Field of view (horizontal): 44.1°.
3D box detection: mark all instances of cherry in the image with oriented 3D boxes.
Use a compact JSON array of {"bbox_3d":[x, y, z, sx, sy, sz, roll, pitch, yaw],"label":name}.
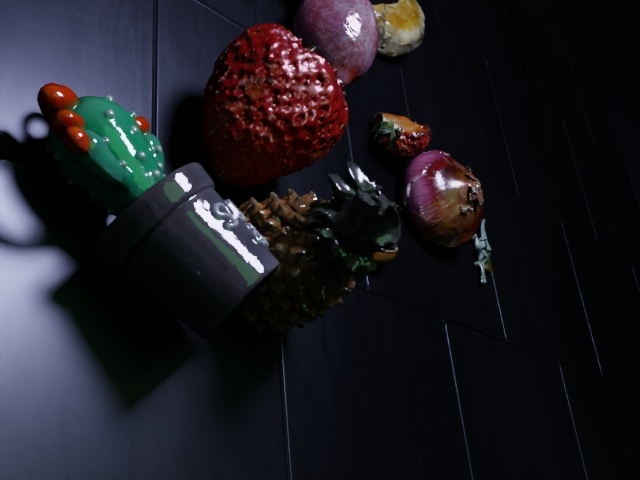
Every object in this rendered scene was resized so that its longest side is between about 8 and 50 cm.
[{"bbox_3d":[0.038,-0.423,1.670,0.192,0.175,0.250,50,33,-54],"label":"cherry"}]

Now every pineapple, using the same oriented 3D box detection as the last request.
[{"bbox_3d":[0.001,0.000,1.187,0.223,0.357,0.223,25,52,-37],"label":"pineapple"}]

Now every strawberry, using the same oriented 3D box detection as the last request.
[{"bbox_3d":[0.181,-0.234,1.789,0.140,0.085,0.192,16,18,-8],"label":"strawberry"},{"bbox_3d":[-0.093,-0.208,1.331,0.257,0.257,0.277,45,72,-21],"label":"strawberry"}]

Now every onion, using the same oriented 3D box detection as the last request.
[{"bbox_3d":[0.290,-0.103,1.773,0.230,0.163,0.230,16,61,-32],"label":"onion"}]

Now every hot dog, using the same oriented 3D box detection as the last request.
[{"bbox_3d":[0.102,0.004,1.561,0.140,0.060,0.090,10,56,-44],"label":"hot dog"}]

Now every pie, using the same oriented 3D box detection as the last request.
[{"bbox_3d":[0.132,-0.604,1.985,0.339,0.077,0.339,23,51,-32],"label":"pie"}]

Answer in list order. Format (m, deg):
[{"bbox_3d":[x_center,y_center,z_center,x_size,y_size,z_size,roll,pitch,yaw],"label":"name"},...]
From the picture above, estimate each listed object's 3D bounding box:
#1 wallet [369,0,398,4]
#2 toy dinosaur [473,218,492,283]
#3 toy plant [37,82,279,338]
[{"bbox_3d":[0.056,-0.579,1.753,0.231,0.170,0.069,7,97,-27],"label":"wallet"},{"bbox_3d":[0.403,0.029,1.936,0.106,0.044,0.187,67,21,-15],"label":"toy dinosaur"},{"bbox_3d":[-0.240,-0.059,1.089,0.400,0.185,0.279,45,30,2],"label":"toy plant"}]
